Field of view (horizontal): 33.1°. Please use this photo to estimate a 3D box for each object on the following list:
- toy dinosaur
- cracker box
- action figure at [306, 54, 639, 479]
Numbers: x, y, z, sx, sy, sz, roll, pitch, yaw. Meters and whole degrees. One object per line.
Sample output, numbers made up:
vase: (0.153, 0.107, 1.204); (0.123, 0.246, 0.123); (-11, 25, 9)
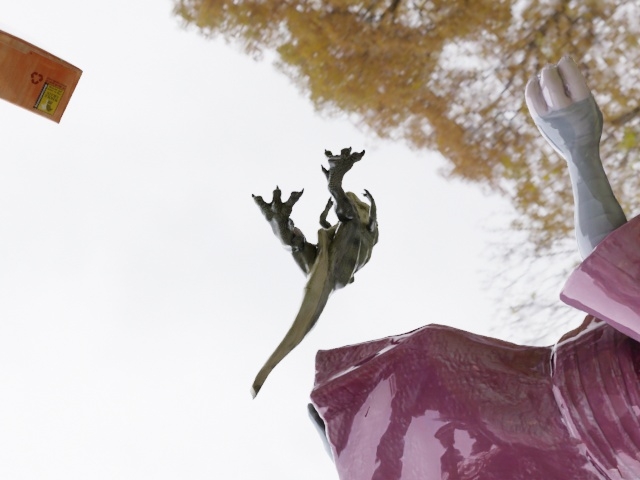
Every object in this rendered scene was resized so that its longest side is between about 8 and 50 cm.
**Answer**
toy dinosaur: (0.000, 0.000, 0.847); (0.268, 0.064, 0.118); (-53, -42, -54)
cracker box: (-0.359, -0.202, 1.138); (0.156, 0.232, 0.067); (23, -83, -31)
action figure: (0.158, 0.091, 0.583); (0.248, 0.370, 0.275); (28, -137, -35)
